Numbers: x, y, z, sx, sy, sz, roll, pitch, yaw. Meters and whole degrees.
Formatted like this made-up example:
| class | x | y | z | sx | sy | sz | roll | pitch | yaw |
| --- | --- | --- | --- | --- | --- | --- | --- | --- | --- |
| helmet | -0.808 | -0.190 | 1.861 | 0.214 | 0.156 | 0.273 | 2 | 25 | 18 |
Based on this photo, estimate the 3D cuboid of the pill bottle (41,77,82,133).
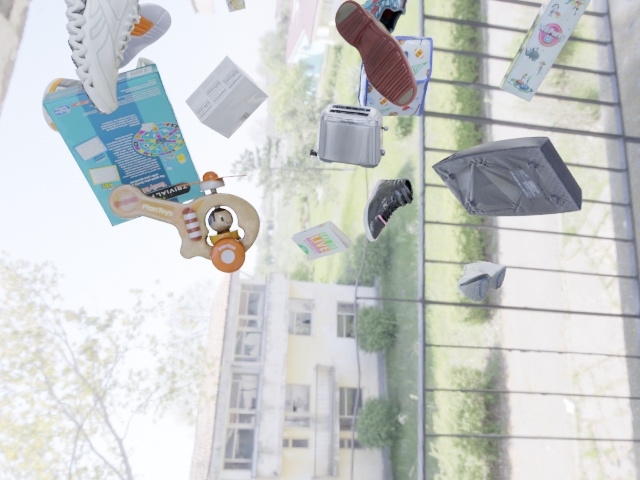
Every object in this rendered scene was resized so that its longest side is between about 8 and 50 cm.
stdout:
| class | x | y | z | sx | sy | sz | roll | pitch | yaw |
| --- | --- | --- | --- | --- | --- | --- | --- | --- | --- |
| pill bottle | -0.618 | -0.362 | 1.307 | 0.162 | 0.278 | 0.162 | 11 | -90 | -86 |

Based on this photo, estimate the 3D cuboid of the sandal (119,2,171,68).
| class | x | y | z | sx | sy | sz | roll | pitch | yaw |
| --- | --- | --- | --- | --- | --- | --- | --- | --- | --- |
| sandal | -0.534 | -0.592 | 1.299 | 0.102 | 0.265 | 0.076 | 35 | -142 | -46 |

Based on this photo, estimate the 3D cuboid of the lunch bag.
| class | x | y | z | sx | sy | sz | roll | pitch | yaw |
| --- | --- | --- | --- | --- | --- | --- | --- | --- | --- |
| lunch bag | 0.363 | -0.812 | 2.265 | 0.386 | 0.327 | 0.239 | 94 | 172 | -49 |

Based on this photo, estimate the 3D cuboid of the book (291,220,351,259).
| class | x | y | z | sx | sy | sz | roll | pitch | yaw |
| --- | --- | --- | --- | --- | --- | --- | --- | --- | --- |
| book | 0.000 | 0.000 | 1.285 | 0.144 | 0.096 | 0.035 | -20 | 34 | 41 |

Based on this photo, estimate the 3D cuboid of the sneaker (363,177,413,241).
| class | x | y | z | sx | sy | sz | roll | pitch | yaw |
| --- | --- | --- | --- | --- | --- | --- | --- | --- | --- |
| sneaker | 0.256 | -0.127 | 1.689 | 0.104 | 0.146 | 0.296 | 49 | -132 | -35 |

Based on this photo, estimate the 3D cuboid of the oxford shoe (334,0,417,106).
| class | x | y | z | sx | sy | sz | roll | pitch | yaw |
| --- | --- | --- | --- | --- | --- | --- | --- | --- | --- |
| oxford shoe | 0.180 | -0.522 | 1.279 | 0.123 | 0.130 | 0.348 | -37 | 76 | 36 |

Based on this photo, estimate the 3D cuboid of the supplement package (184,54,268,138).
| class | x | y | z | sx | sy | sz | roll | pitch | yaw |
| --- | --- | --- | --- | --- | --- | --- | --- | --- | --- |
| supplement package | -0.392 | -0.597 | 1.933 | 0.145 | 0.262 | 0.204 | 52 | -168 | 20 |

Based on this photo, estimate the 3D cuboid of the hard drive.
| class | x | y | z | sx | sy | sz | roll | pitch | yaw |
| --- | --- | --- | --- | --- | --- | --- | --- | --- | --- |
| hard drive | 0.354 | -0.119 | 0.884 | 0.054 | 0.172 | 0.254 | -53 | 23 | -18 |

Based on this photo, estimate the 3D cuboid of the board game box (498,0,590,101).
| class | x | y | z | sx | sy | sz | roll | pitch | yaw |
| --- | --- | --- | --- | --- | --- | --- | --- | --- | --- |
| board game box | 0.641 | -0.571 | 1.330 | 0.303 | 0.097 | 0.224 | -67 | -8 | 26 |

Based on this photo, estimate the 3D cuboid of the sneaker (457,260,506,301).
| class | x | y | z | sx | sy | sz | roll | pitch | yaw |
| --- | --- | --- | --- | --- | --- | --- | --- | --- | --- |
| sneaker | 0.571 | 0.143 | 1.688 | 0.129 | 0.297 | 0.111 | 22 | 111 | 39 |

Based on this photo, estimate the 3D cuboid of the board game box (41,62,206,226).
| class | x | y | z | sx | sy | sz | roll | pitch | yaw |
| --- | --- | --- | --- | --- | --- | --- | --- | --- | --- |
| board game box | -0.459 | -0.225 | 1.122 | 0.079 | 0.253 | 0.336 | -122 | 15 | -50 |

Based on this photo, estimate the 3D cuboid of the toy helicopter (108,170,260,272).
| class | x | y | z | sx | sy | sz | roll | pitch | yaw |
| --- | --- | --- | --- | --- | --- | --- | --- | --- | --- |
| toy helicopter | -0.318 | -0.075 | 1.100 | 0.140 | 0.354 | 0.235 | -136 | 61 | -77 |

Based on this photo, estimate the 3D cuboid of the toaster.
| class | x | y | z | sx | sy | sz | roll | pitch | yaw |
| --- | --- | --- | --- | --- | --- | --- | --- | --- | --- |
| toaster | 0.080 | -0.304 | 1.319 | 0.129 | 0.226 | 0.147 | -65 | -19 | -54 |

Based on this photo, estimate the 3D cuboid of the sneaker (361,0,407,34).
| class | x | y | z | sx | sy | sz | roll | pitch | yaw |
| --- | --- | --- | --- | --- | --- | --- | --- | --- | --- |
| sneaker | 0.174 | -0.685 | 1.434 | 0.262 | 0.104 | 0.125 | -29 | 65 | 61 |

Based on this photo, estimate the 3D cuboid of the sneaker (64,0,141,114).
| class | x | y | z | sx | sy | sz | roll | pitch | yaw |
| --- | --- | --- | --- | --- | --- | --- | --- | --- | --- |
| sneaker | -0.353 | -0.359 | 0.753 | 0.110 | 0.118 | 0.292 | -159 | 64 | -66 |

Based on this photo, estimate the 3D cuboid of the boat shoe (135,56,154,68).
| class | x | y | z | sx | sy | sz | roll | pitch | yaw |
| --- | --- | --- | --- | --- | --- | --- | --- | --- | --- |
| boat shoe | -0.616 | -0.560 | 1.608 | 0.081 | 0.079 | 0.228 | -60 | 34 | 34 |

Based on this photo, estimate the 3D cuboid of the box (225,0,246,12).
| class | x | y | z | sx | sy | sz | roll | pitch | yaw |
| --- | --- | --- | --- | --- | --- | --- | --- | --- | --- |
| box | -0.276 | -0.787 | 1.409 | 0.324 | 0.067 | 0.063 | -125 | 18 | -78 |
